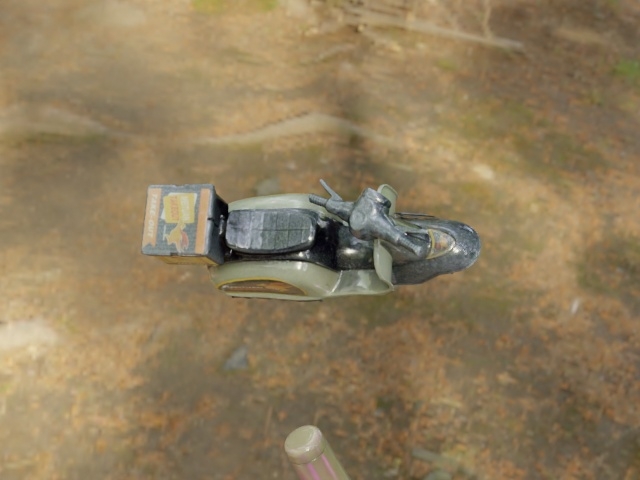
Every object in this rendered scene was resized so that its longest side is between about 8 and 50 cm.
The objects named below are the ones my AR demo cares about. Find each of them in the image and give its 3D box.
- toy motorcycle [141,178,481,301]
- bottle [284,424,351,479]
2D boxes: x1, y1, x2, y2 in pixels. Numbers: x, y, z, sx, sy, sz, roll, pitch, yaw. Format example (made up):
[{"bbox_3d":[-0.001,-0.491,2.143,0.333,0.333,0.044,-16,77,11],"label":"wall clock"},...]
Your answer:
[{"bbox_3d":[0.000,0.000,1.061,0.263,0.091,0.157,0,-13,17],"label":"toy motorcycle"},{"bbox_3d":[0.000,0.228,1.245,0.045,0.096,0.045,-21,29,12],"label":"bottle"}]
